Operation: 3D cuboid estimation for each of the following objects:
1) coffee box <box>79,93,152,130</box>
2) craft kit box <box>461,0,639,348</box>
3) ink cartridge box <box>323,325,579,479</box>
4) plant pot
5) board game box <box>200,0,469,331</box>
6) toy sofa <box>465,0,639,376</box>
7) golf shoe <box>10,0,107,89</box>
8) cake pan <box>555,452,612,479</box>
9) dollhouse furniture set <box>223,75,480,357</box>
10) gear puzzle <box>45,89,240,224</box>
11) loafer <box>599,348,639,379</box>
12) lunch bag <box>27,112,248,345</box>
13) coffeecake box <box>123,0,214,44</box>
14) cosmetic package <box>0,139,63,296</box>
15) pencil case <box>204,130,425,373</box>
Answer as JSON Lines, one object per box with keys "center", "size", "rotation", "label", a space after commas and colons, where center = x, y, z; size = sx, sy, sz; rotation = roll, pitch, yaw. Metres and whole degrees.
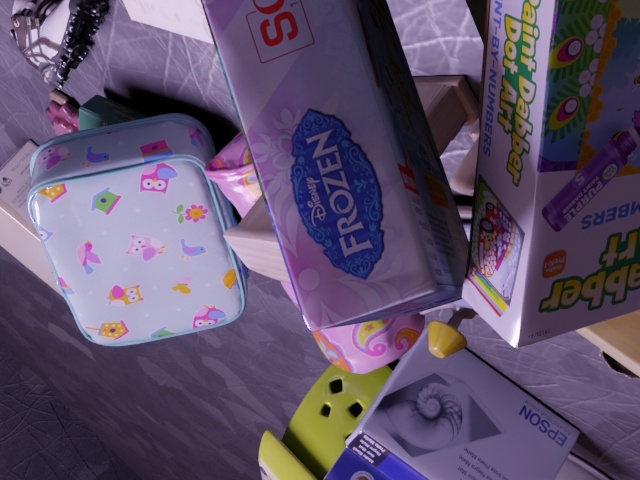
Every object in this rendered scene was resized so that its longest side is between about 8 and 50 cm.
{"center": [-0.235, -0.077, 1.317], "size": [0.113, 0.040, 0.184], "rotation": [23, 133, 17], "label": "coffee box"}
{"center": [0.189, -0.091, 0.500], "size": [0.061, 0.250, 0.246], "rotation": [-129, 31, -48], "label": "craft kit box"}
{"center": [0.152, 0.245, 1.235], "size": [0.223, 0.224, 0.045], "rotation": [35, 155, 1], "label": "ink cartridge box"}
{"center": [0.049, 0.309, 1.437], "size": [0.228, 0.207, 0.227], "rotation": [43, 158, 24], "label": "plant pot"}
{"center": [0.007, -0.110, 0.631], "size": [0.319, 0.066, 0.318], "rotation": [16, -124, -77], "label": "board game box"}
{"center": [0.172, -0.101, 0.622], "size": [0.150, 0.177, 0.362], "rotation": [40, 165, 50], "label": "toy sofa"}
{"center": [-0.289, -0.229, 1.155], "size": [0.094, 0.077, 0.198], "rotation": [41, 153, -9], "label": "golf shoe"}
{"center": [0.298, 0.354, 1.437], "size": [0.293, 0.054, 0.293], "rotation": [29, 154, 16], "label": "cake pan"}
{"center": [0.125, 0.035, 0.939], "size": [0.286, 0.198, 0.303], "rotation": [7, 143, 47], "label": "dollhouse furniture set"}
{"center": [-0.214, -0.055, 1.395], "size": [0.339, 0.044, 0.175], "rotation": [31, 154, 11], "label": "gear puzzle"}
{"center": [0.342, 0.114, 0.925], "size": [0.251, 0.087, 0.094], "rotation": [9, 143, 44], "label": "loafer"}
{"center": [-0.198, -0.007, 1.251], "size": [0.108, 0.224, 0.279], "rotation": [-107, 3, -46], "label": "lunch bag"}
{"center": [-0.095, -0.236, 0.903], "size": [0.185, 0.068, 0.142], "rotation": [22, 151, 29], "label": "coffeecake box"}
{"center": [-0.362, 0.009, 1.618], "size": [0.309, 0.113, 0.160], "rotation": [42, 154, -9], "label": "cosmetic package"}
{"center": [0.000, 0.000, 1.097], "size": [0.124, 0.124, 0.284], "rotation": [2, 131, 50], "label": "pencil case"}
